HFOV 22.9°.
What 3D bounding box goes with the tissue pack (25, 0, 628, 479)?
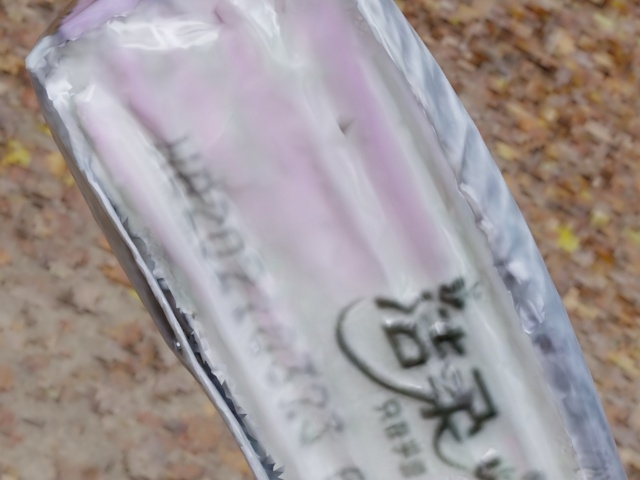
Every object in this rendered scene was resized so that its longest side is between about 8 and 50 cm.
[{"bbox_3d":[0.000,0.000,0.604,0.259,0.122,0.361,62,2,-15],"label":"tissue pack"}]
